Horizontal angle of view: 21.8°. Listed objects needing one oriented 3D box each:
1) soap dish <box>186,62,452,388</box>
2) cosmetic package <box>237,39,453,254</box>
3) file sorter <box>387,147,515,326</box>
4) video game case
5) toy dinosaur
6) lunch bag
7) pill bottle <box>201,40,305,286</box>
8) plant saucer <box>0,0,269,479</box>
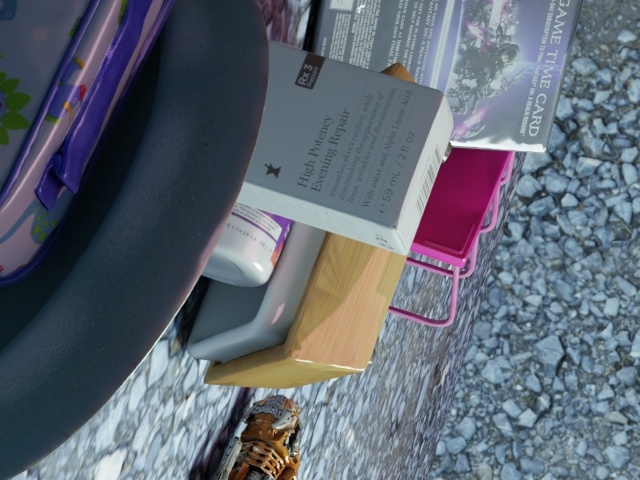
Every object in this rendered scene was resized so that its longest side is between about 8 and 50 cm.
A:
[{"bbox_3d":[0.000,0.000,1.530,0.229,0.118,0.291,-25,-138,65],"label":"soap dish"},{"bbox_3d":[-0.025,-0.082,1.274,0.085,0.231,0.117,59,50,-72],"label":"cosmetic package"},{"bbox_3d":[0.109,-0.080,1.855,0.182,0.202,0.291,90,22,-58],"label":"file sorter"},{"bbox_3d":[0.122,-0.189,1.684,0.026,0.274,0.196,-118,-145,-59],"label":"video game case"},{"bbox_3d":[-0.093,0.329,1.780,0.322,0.164,0.218,-48,143,-17],"label":"toy dinosaur"},{"bbox_3d":[-0.174,-0.095,0.807,0.090,0.176,0.219,62,47,-66],"label":"lunch bag"},{"bbox_3d":[-0.060,-0.068,1.410,0.108,0.108,0.193,70,40,-68],"label":"pill bottle"},{"bbox_3d":[-0.151,-0.020,0.891,0.043,0.317,0.318,34,68,-31],"label":"plant saucer"}]
